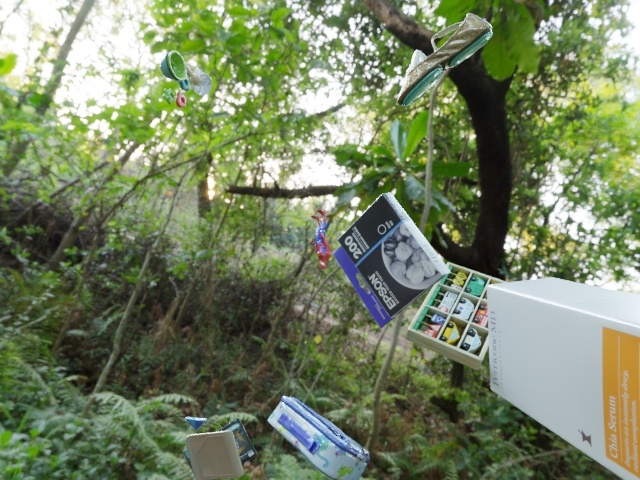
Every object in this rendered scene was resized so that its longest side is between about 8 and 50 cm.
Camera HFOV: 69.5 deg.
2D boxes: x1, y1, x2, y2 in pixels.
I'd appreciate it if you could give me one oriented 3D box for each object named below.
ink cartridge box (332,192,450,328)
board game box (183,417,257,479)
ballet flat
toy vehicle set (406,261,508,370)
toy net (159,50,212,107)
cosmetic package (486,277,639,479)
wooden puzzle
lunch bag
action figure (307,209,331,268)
[{"bbox_3d":[0.125,0.046,0.945,0.045,0.208,0.206,-5,54,-49],"label":"ink cartridge box"},{"bbox_3d":[-0.304,0.644,1.401,0.126,0.186,0.026,59,-20,13],"label":"board game box"},{"bbox_3d":[0.209,-0.328,0.833,0.067,0.206,0.073,53,5,10],"label":"ballet flat"},{"bbox_3d":[0.330,0.164,1.078,0.165,0.267,0.035,19,-47,25],"label":"toy vehicle set"},{"bbox_3d":[-0.329,-0.403,1.183,0.045,0.122,0.232,-7,10,18],"label":"toy net"},{"bbox_3d":[0.457,0.204,0.737,0.161,0.230,0.453,-4,3,-10],"label":"cosmetic package"},{"bbox_3d":[-0.147,0.298,0.639,0.078,0.116,0.014,-7,5,14],"label":"wooden puzzle"},{"bbox_3d":[-0.006,0.444,1.031,0.219,0.090,0.176,20,-20,46],"label":"lunch bag"},{"bbox_3d":[0.000,0.000,0.854,0.030,0.115,0.038,10,-32,-34],"label":"action figure"}]
